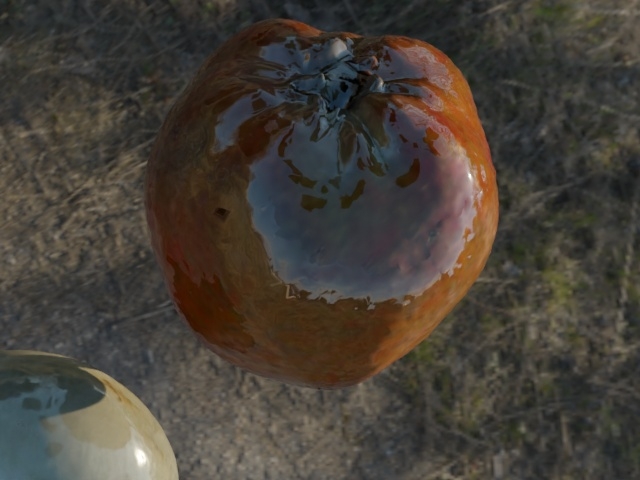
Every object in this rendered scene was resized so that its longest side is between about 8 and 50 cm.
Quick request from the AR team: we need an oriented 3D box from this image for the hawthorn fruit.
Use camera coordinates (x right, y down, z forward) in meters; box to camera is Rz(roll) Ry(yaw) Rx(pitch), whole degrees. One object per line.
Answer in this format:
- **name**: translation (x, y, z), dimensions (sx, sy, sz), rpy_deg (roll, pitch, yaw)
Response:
- **hawthorn fruit**: translation (0.000, 0.000, 0.713), dimensions (0.211, 0.262, 0.210), rpy_deg (0, 50, 0)

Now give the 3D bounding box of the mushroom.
- **mushroom**: translation (-0.197, 0.158, 0.808), dimensions (0.207, 0.207, 0.215), rpy_deg (53, 17, -16)
